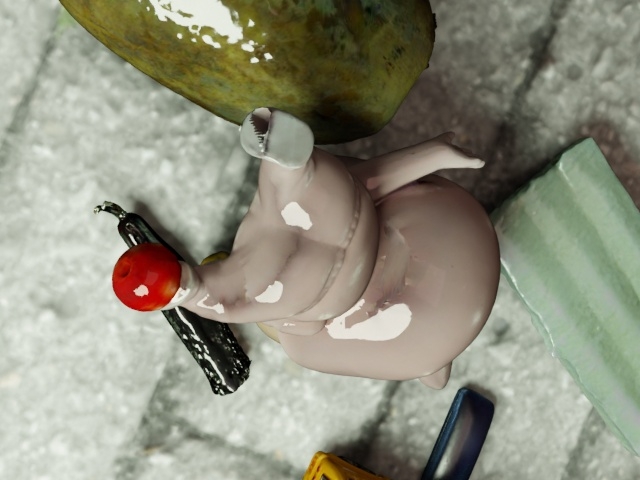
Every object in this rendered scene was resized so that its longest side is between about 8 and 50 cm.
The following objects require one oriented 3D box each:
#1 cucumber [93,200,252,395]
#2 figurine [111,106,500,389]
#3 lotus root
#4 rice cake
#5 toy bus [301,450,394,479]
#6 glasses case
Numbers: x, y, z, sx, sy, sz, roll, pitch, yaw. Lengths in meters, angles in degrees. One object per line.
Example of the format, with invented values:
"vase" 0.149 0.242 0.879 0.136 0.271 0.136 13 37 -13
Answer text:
"cucumber" -0.103 0.037 0.984 0.039 0.043 0.163 -25 104 31
"figurine" 0.000 0.000 0.931 0.287 0.186 0.176 13 89 -52
"lotus root" -0.052 -0.167 0.908 0.275 0.152 0.160 28 75 -19
"rice cake" 0.218 0.047 1.074 0.127 0.043 0.237 -40 105 -7
"toy bus" 0.071 0.230 1.029 0.194 0.088 0.083 26 88 -17
"glasses case" 0.106 0.154 1.064 0.033 0.023 0.083 23 91 -15
